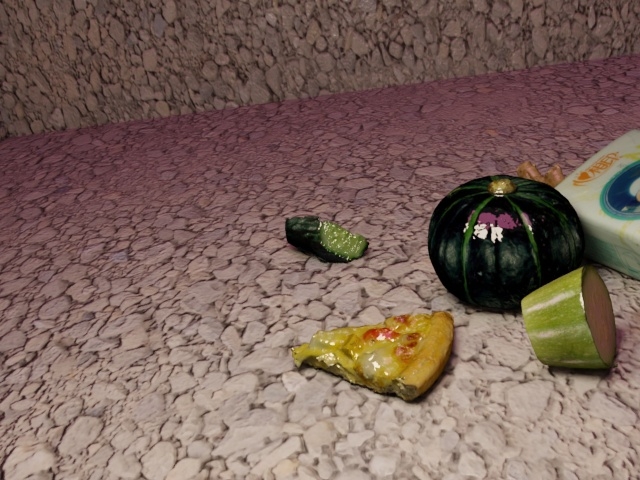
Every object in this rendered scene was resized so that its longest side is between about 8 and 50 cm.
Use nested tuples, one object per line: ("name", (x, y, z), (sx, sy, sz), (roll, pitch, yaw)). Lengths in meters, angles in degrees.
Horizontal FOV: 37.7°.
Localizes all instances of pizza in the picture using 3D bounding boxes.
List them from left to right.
("pizza", (0.081, 0.187, 1.604), (0.288, 0.075, 0.280), (-3, 21, 14))

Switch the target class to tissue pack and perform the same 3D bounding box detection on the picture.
("tissue pack", (0.654, -0.062, 1.799), (0.287, 0.162, 0.388), (-36, 26, -10))

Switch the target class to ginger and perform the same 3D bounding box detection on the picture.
("ginger", (0.573, -0.130, 2.217), (0.288, 0.075, 0.089), (24, 80, 52))

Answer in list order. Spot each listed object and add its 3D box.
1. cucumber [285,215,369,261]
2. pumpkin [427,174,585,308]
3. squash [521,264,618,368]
("cucumber", (0.000, 0.000, 2.107), (0.115, 0.085, 0.193), (31, -10, -40))
("pumpkin", (0.346, -0.011, 1.783), (0.315, 0.238, 0.315), (-4, 24, 2))
("squash", (0.405, 0.134, 1.516), (0.123, 0.170, 0.170), (-19, 16, 24))
